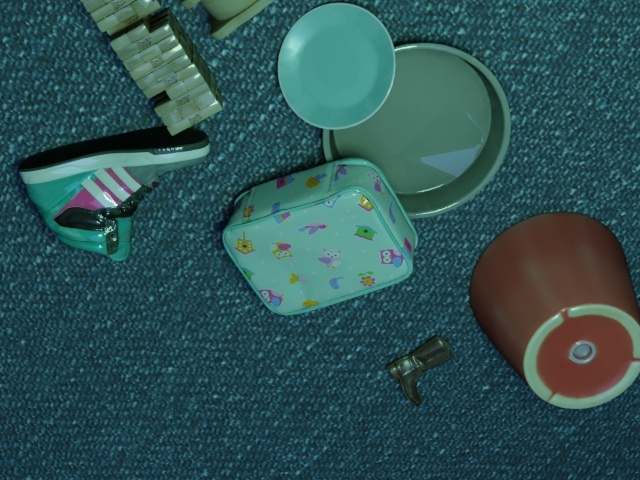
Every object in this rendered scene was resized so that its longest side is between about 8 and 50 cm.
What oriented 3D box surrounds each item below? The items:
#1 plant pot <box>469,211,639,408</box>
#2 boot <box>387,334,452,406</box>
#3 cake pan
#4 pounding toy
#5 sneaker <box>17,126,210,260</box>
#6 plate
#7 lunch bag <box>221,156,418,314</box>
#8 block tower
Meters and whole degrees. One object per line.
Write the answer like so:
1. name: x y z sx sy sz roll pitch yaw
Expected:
1. plant pot: 0.395 0.124 2.067 0.275 0.243 0.275 -2 117 -4
2. boot: 0.188 0.225 2.220 0.114 0.037 0.106 -32 119 6
3. cake pan: 0.147 -0.174 1.991 0.293 0.054 0.293 -2 118 -4
4. pounding toy: -0.105 -0.418 1.796 0.269 0.154 0.155 -30 118 31
5. sneaker: -0.298 -0.063 1.964 0.295 0.124 0.178 -9 114 8
6. plate: 0.026 -0.258 1.907 0.188 0.024 0.188 1 92 22
7. lunch bag: 0.000 0.000 2.007 0.279 0.108 0.224 -17 127 26
8. block tower: -0.266 -0.319 1.853 0.097 0.091 0.335 -27 116 8
